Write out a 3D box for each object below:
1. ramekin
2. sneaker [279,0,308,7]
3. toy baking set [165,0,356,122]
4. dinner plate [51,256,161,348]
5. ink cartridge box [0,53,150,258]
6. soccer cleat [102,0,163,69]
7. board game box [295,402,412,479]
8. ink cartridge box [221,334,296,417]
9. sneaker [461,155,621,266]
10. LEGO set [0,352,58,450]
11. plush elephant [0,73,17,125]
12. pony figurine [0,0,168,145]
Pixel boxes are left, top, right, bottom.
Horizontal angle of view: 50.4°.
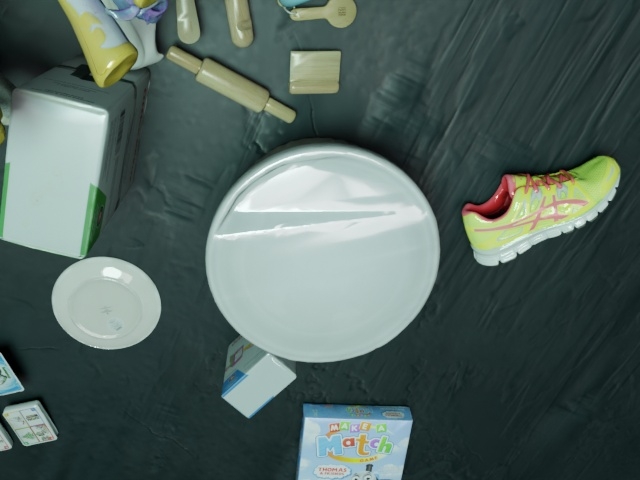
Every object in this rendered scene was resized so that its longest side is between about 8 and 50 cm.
[{"bbox_3d":[0.000,0.000,0.821,0.273,0.127,0.273,-2,115,-4],"label":"ramekin"},{"bbox_3d":[0.064,-0.385,0.653,0.319,0.127,0.208,-27,108,-1],"label":"sneaker"},{"bbox_3d":[-0.078,-0.252,0.753,0.256,0.030,0.197,21,106,-21],"label":"toy baking set"},{"bbox_3d":[-0.283,0.087,0.897,0.141,0.017,0.141,-2,116,-4],"label":"dinner plate"},{"bbox_3d":[-0.248,-0.098,0.709,0.087,0.208,0.153,13,112,-8],"label":"ink cartridge box"},{"bbox_3d":[-0.213,-0.278,0.714,0.068,0.076,0.196,2,104,38],"label":"soccer cleat"},{"bbox_3d":[0.044,0.344,1.032,0.160,0.039,0.211,3,114,-6],"label":"board game box"},{"bbox_3d":[-0.079,0.156,0.889,0.088,0.122,0.052,-43,107,13],"label":"ink cartridge box"},{"bbox_3d":[0.270,-0.053,0.847,0.208,0.081,0.094,-32,111,10],"label":"sneaker"},{"bbox_3d":[-0.488,0.197,0.922,0.182,0.060,0.244,-12,127,0],"label":"LEGO set"},{"bbox_3d":[-0.451,-0.136,0.666,0.272,0.255,0.330,53,137,13],"label":"plush elephant"},{"bbox_3d":[-0.277,-0.282,0.514,0.351,0.303,0.363,-44,93,-3],"label":"pony figurine"}]
